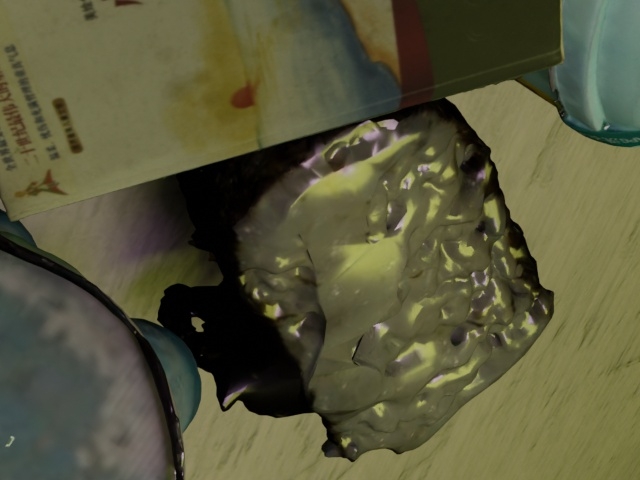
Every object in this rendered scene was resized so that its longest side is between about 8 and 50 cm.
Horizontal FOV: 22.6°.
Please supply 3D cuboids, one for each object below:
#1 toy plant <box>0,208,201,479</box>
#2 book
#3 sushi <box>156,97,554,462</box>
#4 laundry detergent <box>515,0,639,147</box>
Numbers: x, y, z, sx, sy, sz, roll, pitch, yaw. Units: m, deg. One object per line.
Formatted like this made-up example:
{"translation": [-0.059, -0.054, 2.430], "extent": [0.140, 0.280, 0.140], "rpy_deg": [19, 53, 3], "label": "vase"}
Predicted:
{"translation": [-0.180, 0.102, 0.840], "extent": [0.247, 0.247, 0.332], "rpy_deg": [-51, -177, -1], "label": "toy plant"}
{"translation": [-0.027, -0.117, 0.713], "extent": [0.289, 0.026, 0.201], "rpy_deg": [-18, 141, -5], "label": "book"}
{"translation": [0.000, 0.000, 1.044], "extent": [0.234, 0.207, 0.348], "rpy_deg": [-34, 143, -8], "label": "sushi"}
{"translation": [0.163, -0.223, 0.905], "extent": [0.287, 0.305, 0.287], "rpy_deg": [-36, 148, -27], "label": "laundry detergent"}
